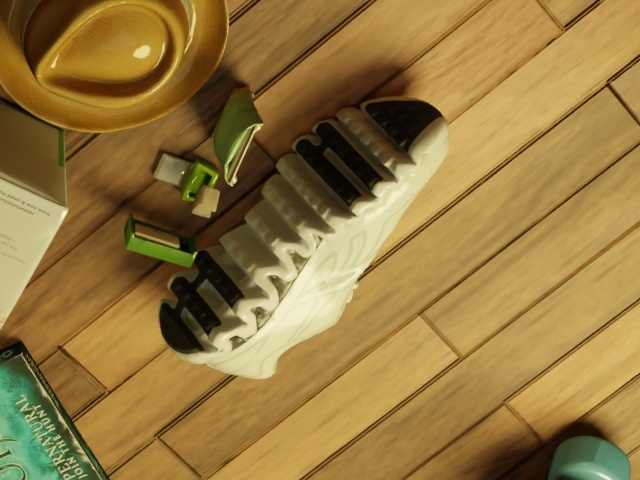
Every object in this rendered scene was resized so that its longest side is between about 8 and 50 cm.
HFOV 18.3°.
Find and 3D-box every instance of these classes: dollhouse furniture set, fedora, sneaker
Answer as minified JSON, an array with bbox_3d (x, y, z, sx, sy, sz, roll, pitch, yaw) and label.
[{"bbox_3d":[-0.104,-0.057,1.596,0.058,0.076,0.152,19,113,-17],"label":"dollhouse furniture set"},{"bbox_3d":[-0.165,-0.156,1.536,0.194,0.079,0.194,-3,117,-5],"label":"fedora"},{"bbox_3d":[0.000,0.000,1.635,0.292,0.110,0.118,-43,135,10],"label":"sneaker"}]

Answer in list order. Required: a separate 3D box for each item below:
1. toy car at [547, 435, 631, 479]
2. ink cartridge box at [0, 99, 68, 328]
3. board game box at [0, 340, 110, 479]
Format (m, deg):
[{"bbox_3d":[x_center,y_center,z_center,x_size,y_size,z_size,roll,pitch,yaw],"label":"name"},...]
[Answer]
[{"bbox_3d":[0.198,0.335,1.794,0.238,0.219,0.210,-27,122,39],"label":"toy car"},{"bbox_3d":[-0.285,0.009,1.560,0.093,0.154,0.212,27,109,-20],"label":"ink cartridge box"},{"bbox_3d":[-0.270,0.189,1.724,0.126,0.026,0.186,-26,117,5],"label":"board game box"}]
